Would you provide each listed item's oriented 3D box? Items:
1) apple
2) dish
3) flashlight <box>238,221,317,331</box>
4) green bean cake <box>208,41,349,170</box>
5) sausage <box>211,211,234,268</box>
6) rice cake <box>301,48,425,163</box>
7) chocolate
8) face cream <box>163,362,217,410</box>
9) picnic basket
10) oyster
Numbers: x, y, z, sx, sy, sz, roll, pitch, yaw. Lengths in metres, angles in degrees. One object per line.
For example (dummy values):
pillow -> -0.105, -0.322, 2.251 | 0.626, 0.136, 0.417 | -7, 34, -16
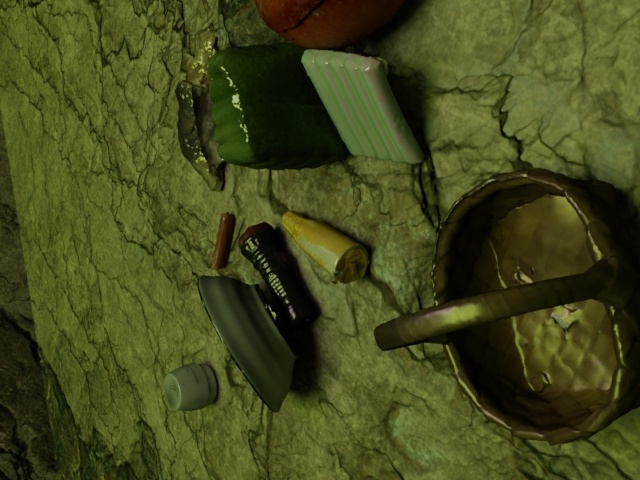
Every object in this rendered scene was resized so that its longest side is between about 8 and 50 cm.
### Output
apple -> 0.021, -0.433, 1.104 | 0.271, 0.206, 0.252 | -30, 59, 46
dish -> -0.125, 0.183, 1.373 | 0.316, 0.106, 0.316 | 59, 177, 5
flashlight -> -0.083, 0.073, 1.387 | 0.232, 0.093, 0.093 | 56, 133, 26
green bean cake -> -0.075, -0.237, 1.204 | 0.125, 0.248, 0.222 | -8, 90, 53
sausage -> -0.227, 0.002, 1.594 | 0.035, 0.030, 0.147 | 37, 122, 39
rice cake -> 0.069, -0.216, 1.112 | 0.189, 0.037, 0.198 | 21, 147, 46
chocolate -> 0.000, 0.000, 1.285 | 0.219, 0.085, 0.086 | 38, 123, 47
face cream -> -0.323, 0.365, 1.697 | 0.117, 0.104, 0.117 | 10, 103, 51
picnic basket -> 0.222, 0.084, 0.824 | 0.293, 0.337, 0.337 | -26, 74, 50
oyster -> -0.269, -0.283, 1.548 | 0.166, 0.110, 0.341 | 52, 145, 41
